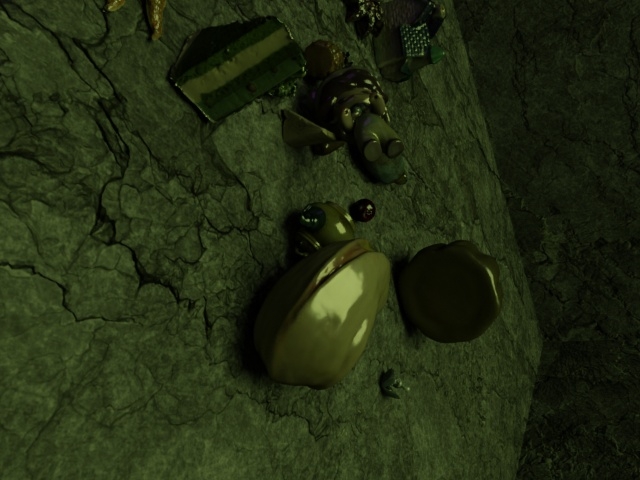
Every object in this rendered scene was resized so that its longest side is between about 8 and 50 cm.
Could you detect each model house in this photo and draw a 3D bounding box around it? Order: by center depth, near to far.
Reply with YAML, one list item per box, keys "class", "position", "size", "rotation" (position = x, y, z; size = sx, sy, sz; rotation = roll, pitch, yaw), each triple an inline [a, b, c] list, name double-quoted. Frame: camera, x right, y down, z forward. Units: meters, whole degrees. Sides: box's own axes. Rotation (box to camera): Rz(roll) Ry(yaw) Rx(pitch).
- class: "model house"
  position: [0.374, -0.817, 2.201]
  size: [0.243, 0.284, 0.299]
  rotation: [-4, 86, -52]

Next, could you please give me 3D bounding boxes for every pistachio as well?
- class: "pistachio"
  position: [0.017, 0.184, 1.383]
  size: [0.445, 0.281, 0.365]
  rotation: [-40, 151, -35]

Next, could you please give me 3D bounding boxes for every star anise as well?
- class: "star anise"
  position: [0.173, -0.881, 2.062]
  size: [0.236, 0.109, 0.223]
  rotation: [39, 47, -44]

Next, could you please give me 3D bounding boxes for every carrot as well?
- class: "carrot"
  position: [0.073, -0.352, 1.806]
  size: [0.342, 0.070, 0.070]
  rotation: [-45, 119, -53]

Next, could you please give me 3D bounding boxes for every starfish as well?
- class: "starfish"
  position: [-0.388, -0.586, 1.162]
  size: [0.299, 0.060, 0.303]
  rotation: [12, 73, -58]

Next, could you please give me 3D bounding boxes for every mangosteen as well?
- class: "mangosteen"
  position: [0.143, -0.102, 1.845]
  size: [0.081, 0.081, 0.081]
  rotation: [20, 65, -54]

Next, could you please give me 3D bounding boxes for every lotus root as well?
- class: "lotus root"
  position: [0.220, -0.289, 1.959]
  size: [0.322, 0.140, 0.158]
  rotation: [52, 17, -51]

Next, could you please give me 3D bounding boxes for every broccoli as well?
- class: "broccoli"
  position: [-0.101, -0.461, 1.479]
  size: [0.154, 0.160, 0.167]
  rotation: [-34, 129, -55]

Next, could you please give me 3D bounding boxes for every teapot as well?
- class: "teapot"
  position: [0.000, 0.000, 1.540]
  size: [0.182, 0.173, 0.269]
  rotation: [-44, 142, -16]

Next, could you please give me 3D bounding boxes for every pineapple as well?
- class: "pineapple"
  position: [0.038, -0.569, 1.766]
  size: [0.248, 0.128, 0.128]
  rotation: [-24, 102, -64]

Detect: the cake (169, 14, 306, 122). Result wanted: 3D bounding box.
- class: "cake"
  position: [-0.177, -0.429, 1.261]
  size: [0.158, 0.283, 0.172]
  rotation: [46, 30, -42]

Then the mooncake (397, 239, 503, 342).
- class: "mooncake"
  position: [0.489, 0.180, 2.040]
  size: [0.200, 0.378, 0.379]
  rotation: [-27, 105, -63]

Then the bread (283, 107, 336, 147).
- class: "bread"
  position: [-0.031, -0.330, 1.564]
  size: [0.077, 0.152, 0.105]
  rotation: [15, 74, -56]

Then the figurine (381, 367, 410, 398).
- class: "figurine"
  position: [0.248, 0.485, 1.853]
  size: [0.086, 0.094, 0.082]
  rotation: [37, 88, -12]

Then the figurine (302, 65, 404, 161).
- class: "figurine"
  position: [0.112, -0.360, 1.591]
  size: [0.381, 0.248, 0.203]
  rotation: [-117, -176, -45]
